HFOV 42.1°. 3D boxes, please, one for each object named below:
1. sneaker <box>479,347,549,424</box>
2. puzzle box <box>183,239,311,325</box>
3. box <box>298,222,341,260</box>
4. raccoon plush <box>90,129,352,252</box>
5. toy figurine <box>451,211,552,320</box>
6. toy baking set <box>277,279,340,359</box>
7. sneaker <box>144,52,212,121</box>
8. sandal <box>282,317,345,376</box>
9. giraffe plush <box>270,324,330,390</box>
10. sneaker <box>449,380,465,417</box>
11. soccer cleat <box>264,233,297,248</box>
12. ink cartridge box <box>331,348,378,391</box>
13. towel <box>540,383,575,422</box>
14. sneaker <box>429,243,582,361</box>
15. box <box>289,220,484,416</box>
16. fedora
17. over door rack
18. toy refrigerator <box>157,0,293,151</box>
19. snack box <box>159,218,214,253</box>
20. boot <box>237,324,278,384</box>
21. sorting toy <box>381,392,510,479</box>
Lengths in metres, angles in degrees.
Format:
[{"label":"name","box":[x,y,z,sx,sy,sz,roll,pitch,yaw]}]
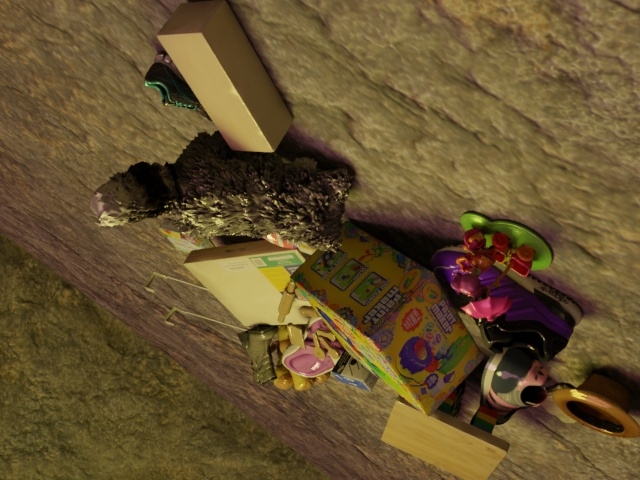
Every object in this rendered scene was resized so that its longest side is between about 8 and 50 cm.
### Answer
[{"label":"sneaker","box":[0.428,0.343,1.827,0.131,0.112,0.319,25,156,25]},{"label":"puzzle box","box":[-0.120,0.110,2.070,0.409,0.052,0.272,-7,134,41]},{"label":"box","box":[0.000,0.000,1.791,0.100,0.060,0.244,16,150,35]},{"label":"raccoon plush","box":[-0.151,-0.044,1.521,0.299,0.446,0.216,21,126,29]},{"label":"toy figurine","box":[0.283,0.055,1.418,0.173,0.159,0.130,30,155,12]},{"label":"toy baking set","box":[-0.015,0.178,1.962,0.197,0.030,0.256,34,137,20]},{"label":"sneaker","box":[-0.269,-0.277,1.596,0.166,0.076,0.065,40,156,-13]},{"label":"sandal","box":[0.013,0.293,2.103,0.169,0.102,0.416,23,150,-8]},{"label":"giraffe plush","box":[-0.068,0.299,2.355,0.170,0.181,0.210,88,158,-49]},{"label":"sneaker","box":[0.275,0.424,2.134,0.147,0.145,0.384,26,153,16]},{"label":"soccer cleat","box":[-0.122,-0.074,1.790,0.248,0.083,0.095,43,150,-14]},{"label":"ink cartridge box","box":[0.120,0.237,1.900,0.097,0.207,0.046,10,147,42]},{"label":"towel","box":[0.538,0.362,1.827,0.110,0.027,0.148,34,156,-1]},{"label":"sneaker","box":[0.317,0.122,1.514,0.293,0.146,0.102,28,155,13]},{"label":"box","box":[0.135,0.154,1.678,0.279,0.177,0.290,33,163,49]},{"label":"fedora","box":[0.561,0.322,1.661,0.194,0.079,0.194,25,160,10]},{"label":"over door rack","box":[-0.314,0.165,2.401,0.324,0.108,0.239,5,148,12]},{"label":"toy refrigerator","box":[-0.156,-0.280,1.435,0.102,0.094,0.269,6,145,35]},{"label":"snack box","box":[-0.361,-0.004,2.266,0.141,0.037,0.100,14,150,38]},{"label":"boot","box":[-0.149,0.313,2.292,0.161,0.083,0.246,70,158,5]},{"label":"sorting toy","box":[0.288,0.431,1.899,0.257,0.089,0.255,23,149,10]}]
